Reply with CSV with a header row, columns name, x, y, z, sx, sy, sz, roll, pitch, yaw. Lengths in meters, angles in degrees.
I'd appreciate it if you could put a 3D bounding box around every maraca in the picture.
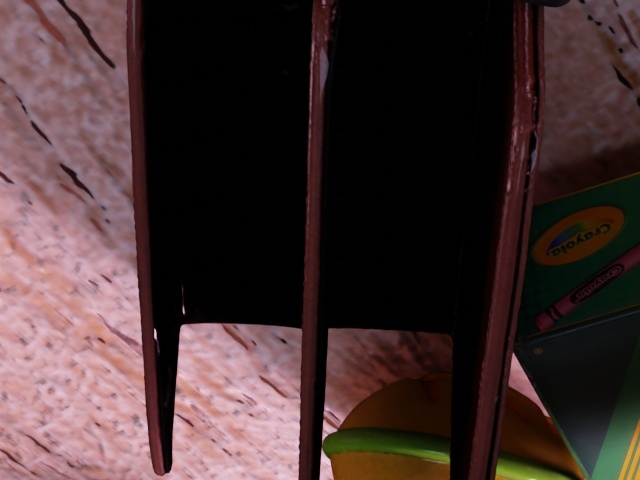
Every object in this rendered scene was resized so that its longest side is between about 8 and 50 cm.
name,x,y,z,sx,sy,sz,roll,pitch,yaw
maraca,0.083,0.124,0.971,0.186,0.099,0.127,26,163,-39

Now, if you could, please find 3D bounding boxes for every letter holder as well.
name,x,y,z,sx,sy,sz,roll,pitch,yaw
letter holder,0.000,0.000,0.769,0.152,0.214,0.302,2,135,0

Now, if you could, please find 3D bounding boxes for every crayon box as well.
name,x,y,z,sx,sy,sz,roll,pitch,yaw
crayon box,0.236,0.026,0.861,0.278,0.081,0.165,-18,136,15

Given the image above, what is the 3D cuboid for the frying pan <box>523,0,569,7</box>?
name,x,y,z,sx,sy,sz,roll,pitch,yaw
frying pan,-0.046,-0.215,0.614,0.326,0.053,0.197,20,130,10
